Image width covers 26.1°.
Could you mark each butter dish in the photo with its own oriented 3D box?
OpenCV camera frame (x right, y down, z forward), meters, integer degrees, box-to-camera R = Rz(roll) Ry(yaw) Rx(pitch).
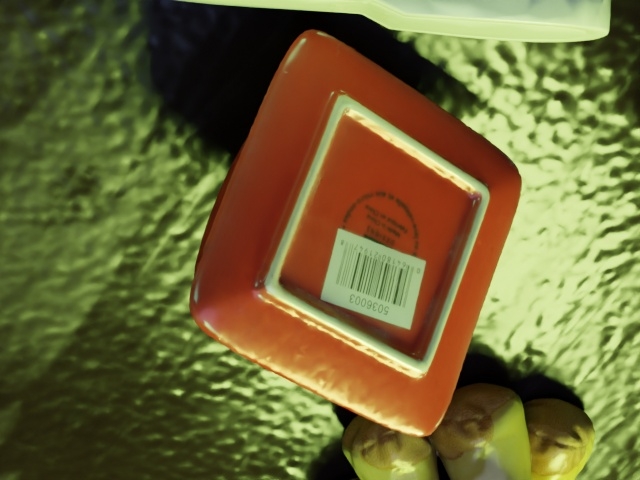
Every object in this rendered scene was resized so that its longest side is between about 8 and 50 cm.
[{"bbox_3d":[0.000,0.000,0.706,0.160,0.118,0.160,29,73,-29],"label":"butter dish"}]

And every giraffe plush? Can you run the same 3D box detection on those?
[{"bbox_3d":[0.100,0.216,0.846,0.181,0.170,0.210,-10,128,-4],"label":"giraffe plush"}]

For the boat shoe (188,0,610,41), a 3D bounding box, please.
[{"bbox_3d":[-0.024,-0.153,0.602,0.319,0.116,0.099,7,93,-9],"label":"boat shoe"}]
